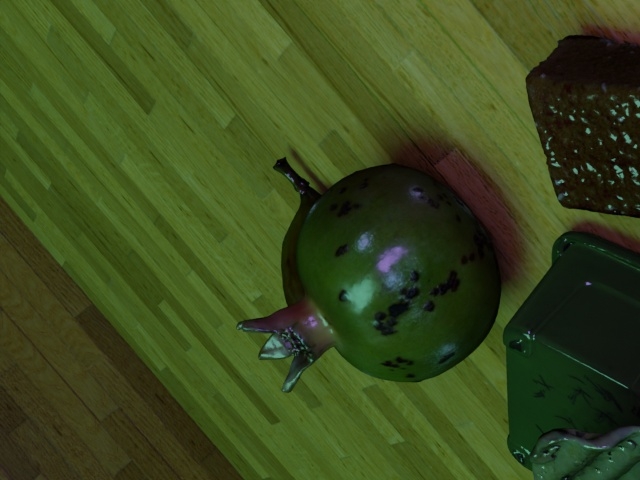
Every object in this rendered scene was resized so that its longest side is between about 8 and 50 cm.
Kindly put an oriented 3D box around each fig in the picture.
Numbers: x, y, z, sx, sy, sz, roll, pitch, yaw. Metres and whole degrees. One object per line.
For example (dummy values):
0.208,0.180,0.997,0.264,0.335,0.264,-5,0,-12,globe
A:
-0.001,0.001,1.547,0.274,0.170,0.145,65,158,10,fig

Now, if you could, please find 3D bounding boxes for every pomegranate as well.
0.074,0.060,1.312,0.291,0.323,0.291,35,143,31,pomegranate

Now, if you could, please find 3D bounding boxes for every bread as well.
0.386,-0.090,0.908,0.416,0.113,0.165,13,136,46,bread

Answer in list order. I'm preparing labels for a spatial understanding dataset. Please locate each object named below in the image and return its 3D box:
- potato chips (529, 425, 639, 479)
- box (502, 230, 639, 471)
0.395,0.256,1.069,0.389,0.373,0.097,71,-179,-46,potato chips
0.342,0.176,1.226,0.253,0.178,0.328,30,146,35,box
